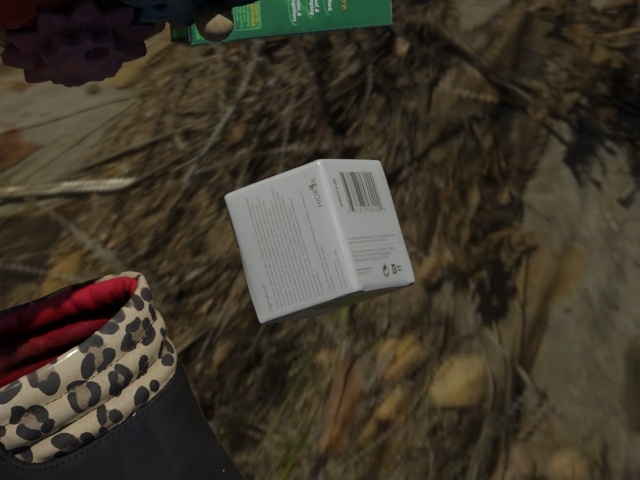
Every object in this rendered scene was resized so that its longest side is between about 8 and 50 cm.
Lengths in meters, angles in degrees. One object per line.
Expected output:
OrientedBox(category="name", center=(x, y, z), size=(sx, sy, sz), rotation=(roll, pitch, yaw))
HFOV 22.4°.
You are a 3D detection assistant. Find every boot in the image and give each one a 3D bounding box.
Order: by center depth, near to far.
OrientedBox(category="boot", center=(-0.198, 0.210, 0.959), size=(0.377, 0.138, 0.284), rotation=(-26, 114, -7))

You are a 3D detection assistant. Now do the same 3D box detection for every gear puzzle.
OrientedBox(category="gear puzzle", center=(-0.150, -0.157, 0.778), size=(0.175, 0.339, 0.044), rotation=(-24, 66, 19))

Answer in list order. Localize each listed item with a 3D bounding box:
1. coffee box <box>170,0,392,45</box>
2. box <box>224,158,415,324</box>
OrientedBox(category="coffee box", center=(-0.031, -0.212, 1.238), size=(0.184, 0.040, 0.113), rotation=(-12, 103, -30))
OrientedBox(category="box", center=(0.000, 0.000, 1.178), size=(0.087, 0.101, 0.102), rotation=(-18, 84, 27))
